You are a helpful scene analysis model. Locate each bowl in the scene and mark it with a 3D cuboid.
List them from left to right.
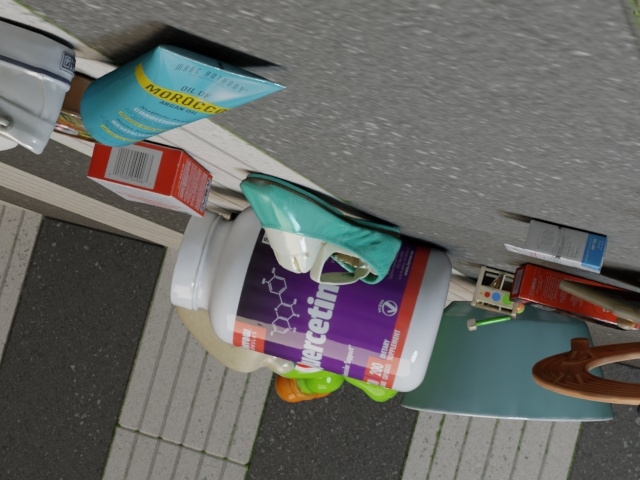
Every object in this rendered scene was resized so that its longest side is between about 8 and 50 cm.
[{"bbox_3d":[0.275,0.173,2.009,0.311,0.163,0.311,2,177,0],"label":"bowl"}]

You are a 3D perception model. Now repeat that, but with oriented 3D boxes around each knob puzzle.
[{"bbox_3d":[0.366,0.092,1.397,0.213,0.030,0.213,16,-172,-2],"label":"knob puzzle"}]

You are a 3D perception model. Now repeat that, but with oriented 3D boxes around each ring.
[{"bbox_3d":[0.392,0.126,1.442,0.337,0.032,0.336,-3,-174,0],"label":"ring"}]

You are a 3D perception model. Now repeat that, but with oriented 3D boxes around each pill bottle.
[{"bbox_3d":[-0.012,0.062,1.672,0.323,0.181,0.181,15,176,5],"label":"pill bottle"}]

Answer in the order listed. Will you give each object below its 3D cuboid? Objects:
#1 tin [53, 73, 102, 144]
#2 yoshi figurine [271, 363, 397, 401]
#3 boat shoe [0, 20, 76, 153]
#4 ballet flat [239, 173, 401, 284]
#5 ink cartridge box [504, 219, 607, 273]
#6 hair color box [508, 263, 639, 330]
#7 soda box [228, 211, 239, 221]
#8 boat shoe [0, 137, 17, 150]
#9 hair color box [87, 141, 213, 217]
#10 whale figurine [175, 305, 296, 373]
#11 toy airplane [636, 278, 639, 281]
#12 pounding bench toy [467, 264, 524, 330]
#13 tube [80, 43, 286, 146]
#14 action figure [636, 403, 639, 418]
[{"bbox_3d":[-0.216,-0.113,1.124,0.106,0.040,0.190,19,176,-2],"label":"tin"},{"bbox_3d":[0.058,0.130,2.064,0.203,0.203,0.362,27,154,-17],"label":"yoshi figurine"},{"bbox_3d":[-0.305,-0.124,0.927,0.267,0.088,0.096,16,176,-9],"label":"boat shoe"},{"bbox_3d":[0.000,0.000,1.467,0.083,0.087,0.247,12,174,41],"label":"ballet flat"},{"bbox_3d":[0.204,0.003,1.182,0.083,0.028,0.048,14,175,13],"label":"ink cartridge box"},{"bbox_3d":[0.295,0.066,1.576,0.141,0.043,0.072,14,175,0],"label":"hair color box"},{"bbox_3d":[-0.052,0.010,1.948,0.169,0.060,0.053,16,-179,-18],"label":"soda box"},{"bbox_3d":[-0.323,-0.126,1.158,0.066,0.063,0.184,-13,159,29],"label":"boat shoe"},{"bbox_3d":[-0.177,-0.068,1.444,0.093,0.053,0.167,14,174,7],"label":"hair color box"},{"bbox_3d":[-0.091,0.090,1.943,0.216,0.141,0.272,50,153,-13],"label":"whale figurine"},{"bbox_3d":[0.394,0.068,1.352,0.151,0.028,0.151,14,176,1],"label":"toy airplane"},{"bbox_3d":[0.227,0.081,1.738,0.065,0.083,0.052,15,175,10],"label":"pounding bench toy"},{"bbox_3d":[-0.101,-0.098,0.886,0.080,0.052,0.207,10,173,-26],"label":"tube"},{"bbox_3d":[0.412,0.112,0.954,0.330,0.178,0.341,24,178,27],"label":"action figure"}]
